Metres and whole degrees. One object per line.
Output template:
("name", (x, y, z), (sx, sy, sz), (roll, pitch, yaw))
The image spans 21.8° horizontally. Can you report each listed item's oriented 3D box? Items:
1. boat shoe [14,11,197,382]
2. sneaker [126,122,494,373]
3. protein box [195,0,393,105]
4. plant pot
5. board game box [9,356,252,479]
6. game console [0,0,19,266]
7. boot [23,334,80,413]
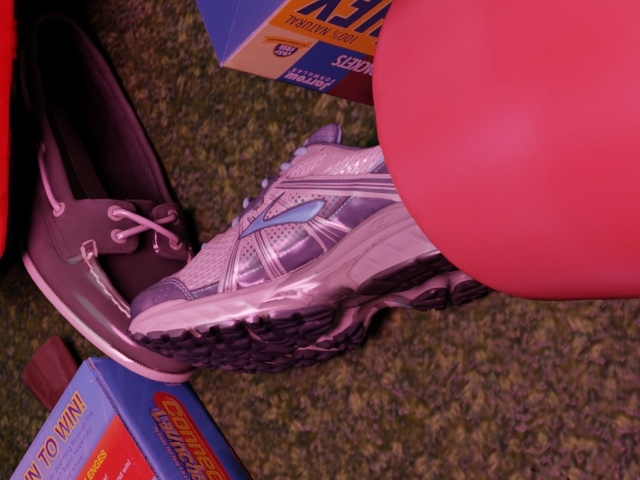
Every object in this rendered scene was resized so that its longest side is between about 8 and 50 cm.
("boat shoe", (-0.163, -0.042, 1.197), (0.095, 0.112, 0.335), (-58, 46, 27))
("sneaker", (0.000, 0.000, 1.040), (0.283, 0.110, 0.122), (-20, 63, 26))
("protein box", (0.015, -0.230, 1.032), (0.200, 0.136, 0.201), (-41, 57, 32))
("plant pot", (0.171, -0.087, 0.788), (0.243, 0.275, 0.275), (-22, 68, 53))
("board game box", (-0.134, 0.294, 1.135), (0.308, 0.086, 0.302), (-56, 50, 23))
("game console", (-0.304, -0.124, 1.293), (0.386, 0.060, 0.342), (161, 112, -65))
("boot", (-0.179, 0.100, 1.246), (0.106, 0.037, 0.114), (-57, 45, 19))
